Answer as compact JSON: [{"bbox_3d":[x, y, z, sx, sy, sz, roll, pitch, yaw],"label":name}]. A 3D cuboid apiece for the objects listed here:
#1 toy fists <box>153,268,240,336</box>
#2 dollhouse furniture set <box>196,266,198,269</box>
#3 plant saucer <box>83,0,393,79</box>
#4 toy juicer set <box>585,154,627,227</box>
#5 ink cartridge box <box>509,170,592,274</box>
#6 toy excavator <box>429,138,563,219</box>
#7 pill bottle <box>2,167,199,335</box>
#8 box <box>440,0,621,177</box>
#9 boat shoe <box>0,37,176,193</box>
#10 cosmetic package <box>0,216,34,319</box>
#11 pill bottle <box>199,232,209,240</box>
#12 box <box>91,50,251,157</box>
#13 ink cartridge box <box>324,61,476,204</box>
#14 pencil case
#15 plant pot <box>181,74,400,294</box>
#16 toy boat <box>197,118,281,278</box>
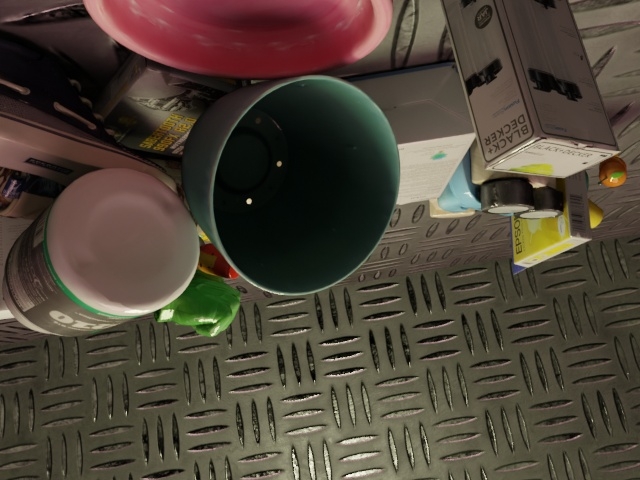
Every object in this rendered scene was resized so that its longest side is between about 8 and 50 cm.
[{"bbox_3d":[-0.234,0.105,0.962,0.142,0.096,0.279,8,-179,-23],"label":"toy fists"},{"bbox_3d":[-0.421,0.039,1.225,0.201,0.152,0.374,19,-176,-25],"label":"dollhouse furniture set"},{"bbox_3d":[-0.086,-0.278,0.590,0.332,0.084,0.332,0,175,0],"label":"plant saucer"},{"bbox_3d":[0.649,-0.173,1.348,0.090,0.209,0.329,25,-162,-8],"label":"toy juicer set"},{"bbox_3d":[0.544,-0.097,1.334,0.072,0.303,0.307,9,159,-14],"label":"ink cartridge box"},{"bbox_3d":[0.375,-0.148,1.313,0.433,0.222,0.445,5,172,-43],"label":"toy excavator"},{"bbox_3d":[-0.359,0.039,0.817,0.204,0.204,0.361,4,164,-41],"label":"pill bottle"},{"bbox_3d":[0.267,-0.234,0.692,0.169,0.289,0.087,-1,162,-32],"label":"box"},{"bbox_3d":[-0.351,-0.165,0.770,0.127,0.158,0.341,-14,160,30],"label":"boat shoe"},{"bbox_3d":[-0.667,0.012,1.002,0.378,0.284,0.097,-7,164,-9],"label":"cosmetic package"},{"bbox_3d":[-0.288,-0.060,1.292,0.118,0.117,0.208,-17,163,25],"label":"pill bottle"},{"bbox_3d":[-0.250,-0.219,0.860,0.183,0.056,0.231,5,159,-44],"label":"box"},{"bbox_3d":[0.128,-0.174,1.082,0.270,0.151,0.395,-9,163,-1],"label":"ink cartridge box"},{"bbox_3d":[-0.386,-0.105,0.988,0.184,0.159,0.410,-31,155,35],"label":"pencil case"},{"bbox_3d":[-0.069,-0.096,0.779,0.293,0.292,0.235,1,-164,-35],"label":"plant pot"},{"bbox_3d":[-0.168,-0.084,1.010,0.148,0.318,0.267,19,167,24],"label":"toy boat"}]
